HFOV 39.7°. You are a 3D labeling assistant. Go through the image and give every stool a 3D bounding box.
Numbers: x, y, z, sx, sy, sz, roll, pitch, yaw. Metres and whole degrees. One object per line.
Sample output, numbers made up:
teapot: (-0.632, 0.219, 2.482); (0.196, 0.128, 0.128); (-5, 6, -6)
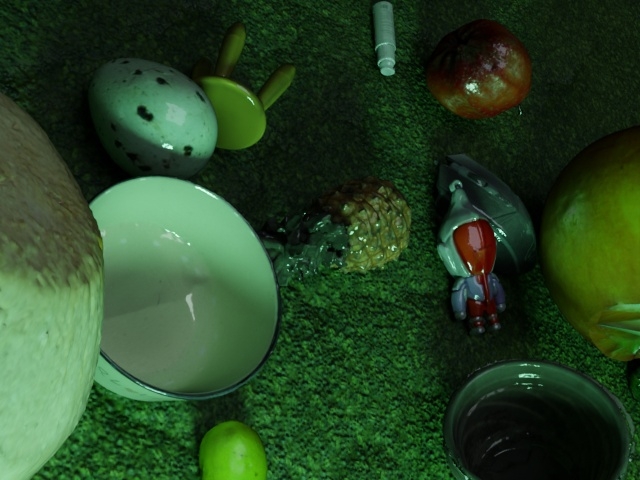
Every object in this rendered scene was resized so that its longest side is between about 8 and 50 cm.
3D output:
stool: (-0.108, -0.188, 1.104); (0.134, 0.135, 0.110); (82, 21, -45)

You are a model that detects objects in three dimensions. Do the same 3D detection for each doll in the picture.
doll: (0.218, 0.022, 1.289); (0.102, 0.075, 0.227); (-9, 84, -33)

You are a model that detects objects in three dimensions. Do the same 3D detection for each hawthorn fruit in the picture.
hawthorn fruit: (0.269, -0.261, 1.434); (0.194, 0.157, 0.157); (32, 50, -33)

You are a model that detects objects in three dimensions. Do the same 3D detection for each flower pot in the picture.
flower pot: (0.268, 0.275, 1.121); (0.140, 0.236, 0.235); (82, 28, -42)

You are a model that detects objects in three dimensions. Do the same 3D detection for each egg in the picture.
egg: (-0.192, -0.137, 1.003); (0.164, 0.131, 0.131); (42, 42, 17)

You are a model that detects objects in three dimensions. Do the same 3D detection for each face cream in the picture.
face cream: (0.102, -0.317, 1.400); (0.034, 0.034, 0.130); (17, 57, -33)

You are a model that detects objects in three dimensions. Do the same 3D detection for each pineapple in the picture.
pineapple: (-0.001, 0.001, 1.092); (0.248, 0.128, 0.128); (-20, 82, -40)

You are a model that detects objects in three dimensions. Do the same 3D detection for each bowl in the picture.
bowl: (-0.169, 0.061, 0.907); (0.238, 0.126, 0.237); (19, 57, -32)

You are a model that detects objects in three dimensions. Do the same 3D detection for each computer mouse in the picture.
computer mouse: (0.263, -0.047, 1.368); (0.231, 0.071, 0.126); (50, 46, -7)

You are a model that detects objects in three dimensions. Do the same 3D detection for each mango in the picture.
mango: (-0.091, 0.244, 0.929); (0.073, 0.056, 0.108); (12, 72, -31)

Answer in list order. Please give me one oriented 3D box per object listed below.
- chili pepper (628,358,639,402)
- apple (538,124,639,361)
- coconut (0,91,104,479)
chili pepper: (0.585, 0.225, 1.423); (0.165, 0.174, 0.261); (56, 39, 4)
apple: (0.525, 0.019, 1.354); (0.384, 0.374, 0.374); (30, 52, -22)
coconut: (-0.352, 0.071, 0.590); (0.344, 0.415, 0.415); (51, 45, -14)
